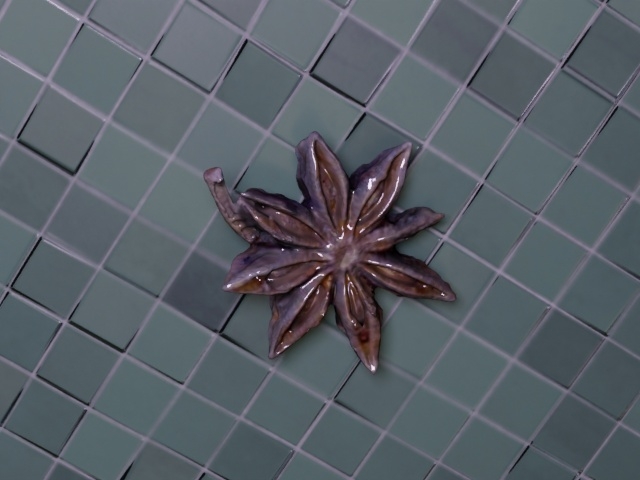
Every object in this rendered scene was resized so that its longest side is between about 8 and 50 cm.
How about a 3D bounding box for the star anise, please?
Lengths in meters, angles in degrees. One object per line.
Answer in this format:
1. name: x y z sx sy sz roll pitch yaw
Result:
1. star anise: 0.000 0.000 1.220 0.262 0.081 0.230 27 104 -22
